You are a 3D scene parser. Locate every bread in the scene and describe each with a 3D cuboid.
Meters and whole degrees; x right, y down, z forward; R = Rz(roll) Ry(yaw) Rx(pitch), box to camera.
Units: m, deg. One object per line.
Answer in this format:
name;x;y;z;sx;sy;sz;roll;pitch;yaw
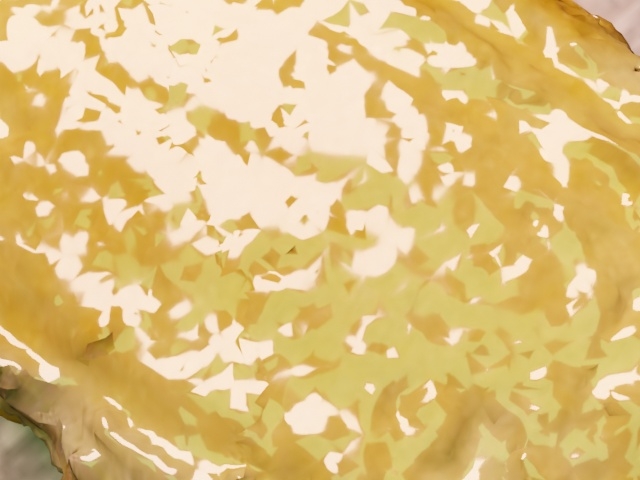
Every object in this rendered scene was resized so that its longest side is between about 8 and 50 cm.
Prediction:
bread;0.000;0.000;0.396;0.245;0.121;0.174;32;82;16
